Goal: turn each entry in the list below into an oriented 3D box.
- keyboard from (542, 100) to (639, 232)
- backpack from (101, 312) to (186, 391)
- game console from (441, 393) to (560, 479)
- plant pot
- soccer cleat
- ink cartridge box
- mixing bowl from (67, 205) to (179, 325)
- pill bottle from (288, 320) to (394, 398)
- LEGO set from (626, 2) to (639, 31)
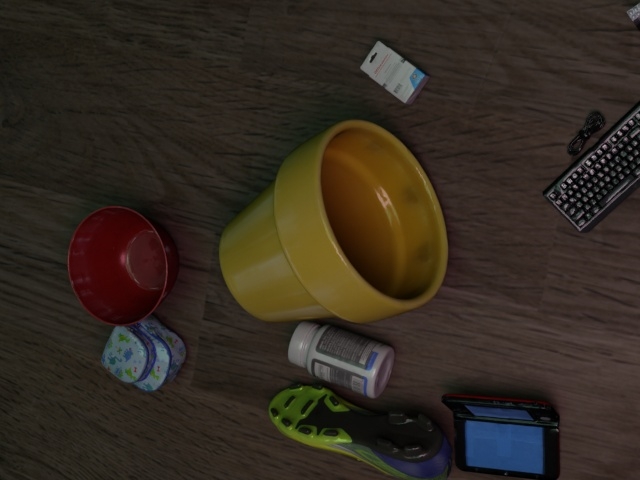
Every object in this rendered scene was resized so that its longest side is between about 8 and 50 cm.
[{"bbox_3d":[0.361,-0.105,1.160,0.180,0.023,0.108,-46,76,20],"label":"keyboard"},{"bbox_3d":[-0.277,0.178,1.434,0.114,0.084,0.105,32,110,14],"label":"backpack"},{"bbox_3d":[0.238,0.260,1.217,0.144,0.124,0.085,0,68,23],"label":"game console"},{"bbox_3d":[0.000,0.000,1.221,0.239,0.254,0.254,-24,85,38],"label":"plant pot"},{"bbox_3d":[0.050,0.279,1.297,0.289,0.093,0.121,8,140,34],"label":"soccer cleat"},{"bbox_3d":[0.102,-0.230,1.259,0.083,0.028,0.048,40,109,15],"label":"ink cartridge box"},{"bbox_3d":[-0.286,0.036,1.417,0.181,0.098,0.181,2,95,24],"label":"mixing bowl"},{"bbox_3d":[0.028,0.164,1.301,0.137,0.078,0.078,18,102,21],"label":"pill bottle"},{"bbox_3d":[0.490,-0.203,1.000,0.255,0.192,0.331,-26,84,24],"label":"LEGO set"}]
